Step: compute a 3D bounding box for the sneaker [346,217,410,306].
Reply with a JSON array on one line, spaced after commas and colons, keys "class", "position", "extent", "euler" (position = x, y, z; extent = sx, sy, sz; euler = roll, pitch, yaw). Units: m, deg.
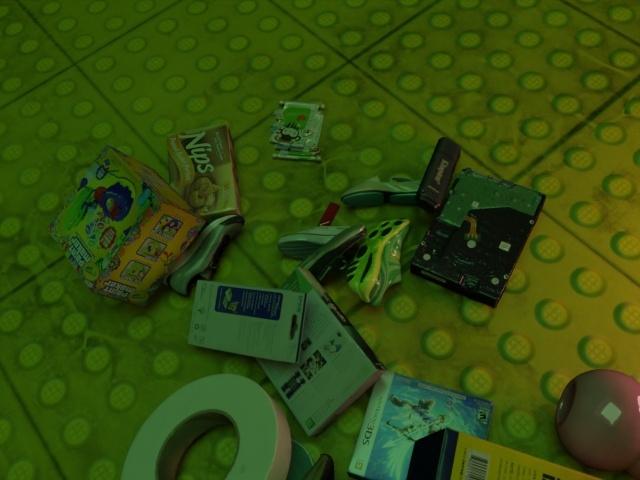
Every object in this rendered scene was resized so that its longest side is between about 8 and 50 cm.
[{"class": "sneaker", "position": [0.154, 0.050, 1.618], "extent": [0.110, 0.123, 0.295], "euler": [-4, 37, 36]}]

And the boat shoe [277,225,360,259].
[{"class": "boat shoe", "position": [0.000, 0.000, 1.684], "extent": [0.227, 0.083, 0.075], "euler": [3, 48, -4]}]

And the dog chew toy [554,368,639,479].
[{"class": "dog chew toy", "position": [0.661, 0.398, 1.296], "extent": [0.332, 0.206, 0.206], "euler": [22, 65, 10]}]

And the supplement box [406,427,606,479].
[{"class": "supplement box", "position": [0.354, 0.516, 1.209], "extent": [0.357, 0.194, 0.195], "euler": [19, 63, -2]}]

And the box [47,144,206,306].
[{"class": "box", "position": [-0.498, -0.037, 1.625], "extent": [0.290, 0.177, 0.279], "euler": [40, 96, 36]}]

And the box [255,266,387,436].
[{"class": "box", "position": [-0.028, 0.253, 1.483], "extent": [0.232, 0.058, 0.322], "euler": [-47, 63, 14]}]

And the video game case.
[{"class": "video game case", "position": [0.223, 0.438, 1.401], "extent": [0.270, 0.061, 0.244], "euler": [14, 64, 14]}]

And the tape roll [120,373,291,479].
[{"class": "tape roll", "position": [-0.245, 0.469, 1.354], "extent": [0.392, 0.072, 0.391], "euler": [-17, 43, 17]}]

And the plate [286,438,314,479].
[{"class": "plate", "position": [-0.103, 0.528, 1.410], "extent": [0.188, 0.024, 0.188], "euler": [-3, 61, 6]}]

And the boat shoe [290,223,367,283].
[{"class": "boat shoe", "position": [0.032, 0.044, 1.601], "extent": [0.233, 0.084, 0.079], "euler": [-40, 101, 16]}]

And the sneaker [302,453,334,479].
[{"class": "sneaker", "position": [-0.132, 0.586, 1.294], "extent": [0.182, 0.158, 0.410], "euler": [33, 72, 24]}]

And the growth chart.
[{"class": "growth chart", "position": [-0.071, -0.331, 1.911], "extent": [0.172, 0.021, 0.237], "euler": [1, 59, 9]}]

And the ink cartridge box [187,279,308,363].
[{"class": "ink cartridge box", "position": [-0.163, 0.189, 1.505], "extent": [0.333, 0.065, 0.165], "euler": [5, 82, 33]}]

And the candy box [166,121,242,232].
[{"class": "candy box", "position": [-0.332, -0.178, 1.815], "extent": [0.183, 0.087, 0.316], "euler": [-11, 59, 1]}]

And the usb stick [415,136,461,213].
[{"class": "usb stick", "position": [0.319, -0.180, 1.714], "extent": [0.077, 0.045, 0.278], "euler": [37, 49, -10]}]

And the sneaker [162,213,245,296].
[{"class": "sneaker", "position": [-0.296, 0.039, 1.688], "extent": [0.108, 0.100, 0.271], "euler": [41, 78, 16]}]

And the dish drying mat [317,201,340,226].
[{"class": "dish drying mat", "position": [0.024, -0.069, 1.752], "extent": [0.032, 0.008, 0.083], "euler": [19, 64, 18]}]

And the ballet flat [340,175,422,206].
[{"class": "ballet flat", "position": [0.177, -0.137, 1.732], "extent": [0.249, 0.086, 0.086], "euler": [1, 60, -3]}]

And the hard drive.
[{"class": "hard drive", "position": [0.407, -0.017, 1.641], "extent": [0.237, 0.064, 0.338], "euler": [23, 66, 19]}]
